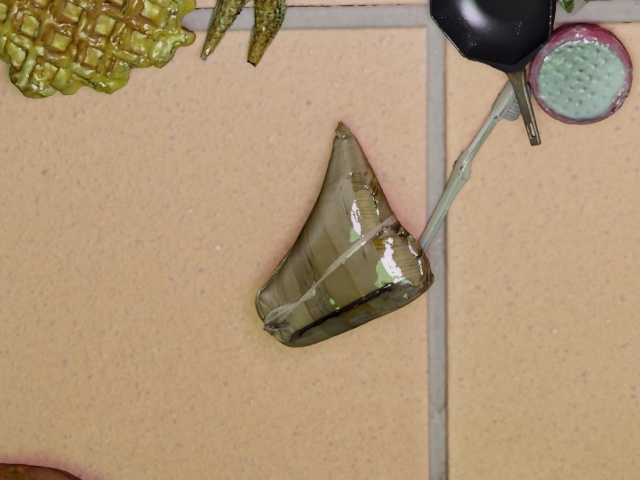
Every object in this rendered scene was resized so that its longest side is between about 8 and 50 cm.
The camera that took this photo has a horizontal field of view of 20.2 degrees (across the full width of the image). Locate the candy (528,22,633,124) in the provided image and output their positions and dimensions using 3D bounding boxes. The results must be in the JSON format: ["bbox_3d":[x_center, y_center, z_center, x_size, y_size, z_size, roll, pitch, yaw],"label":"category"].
[{"bbox_3d":[0.257,-0.165,1.775,0.103,0.043,0.103,1,115,2],"label":"candy"}]

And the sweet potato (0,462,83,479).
[{"bbox_3d":[-0.297,0.291,2.023,0.255,0.058,0.078,19,135,1],"label":"sweet potato"}]

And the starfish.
[{"bbox_3d":[-0.069,-0.274,1.761,0.216,0.050,0.223,18,110,6],"label":"starfish"}]

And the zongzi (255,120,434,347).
[{"bbox_3d":[0.000,0.000,1.851,0.194,0.099,0.197,-27,92,21],"label":"zongzi"}]

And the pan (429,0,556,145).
[{"bbox_3d":[0.172,-0.203,1.752,0.128,0.048,0.202,17,125,27],"label":"pan"}]

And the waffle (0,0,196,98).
[{"bbox_3d":[-0.250,-0.259,1.770,0.245,0.052,0.254,-19,111,19],"label":"waffle"}]

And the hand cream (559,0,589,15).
[{"bbox_3d":[0.216,-0.296,1.722,0.057,0.037,0.165,-41,108,-20],"label":"hand cream"}]

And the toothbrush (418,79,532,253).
[{"bbox_3d":[0.135,-0.047,1.848,0.028,0.026,0.294,23,115,-22],"label":"toothbrush"}]
